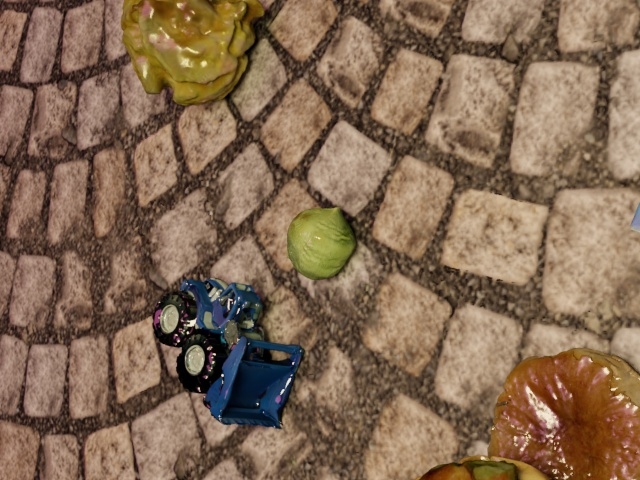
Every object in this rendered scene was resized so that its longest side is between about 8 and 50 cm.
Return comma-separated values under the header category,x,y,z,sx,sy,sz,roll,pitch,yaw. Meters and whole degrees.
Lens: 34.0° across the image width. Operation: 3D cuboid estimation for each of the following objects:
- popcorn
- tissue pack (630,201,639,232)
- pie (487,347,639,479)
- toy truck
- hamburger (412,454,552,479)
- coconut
category,x,y,z,sx,sy,sz,roll,pitch,yaw
popcorn,-0.178,-0.279,1.435,0.185,0.167,0.188,16,114,12
tissue pack,0.415,-0.091,0.899,0.198,0.146,0.264,27,98,39
pie,0.250,0.195,1.045,0.195,0.046,0.195,-12,72,39
toy truck,-0.110,0.135,1.324,0.126,0.113,0.208,-49,55,20
hamburger,0.148,0.298,0.984,0.329,0.162,0.209,7,112,41
coconut,0.000,0.000,1.280,0.088,0.087,0.096,38,111,39
